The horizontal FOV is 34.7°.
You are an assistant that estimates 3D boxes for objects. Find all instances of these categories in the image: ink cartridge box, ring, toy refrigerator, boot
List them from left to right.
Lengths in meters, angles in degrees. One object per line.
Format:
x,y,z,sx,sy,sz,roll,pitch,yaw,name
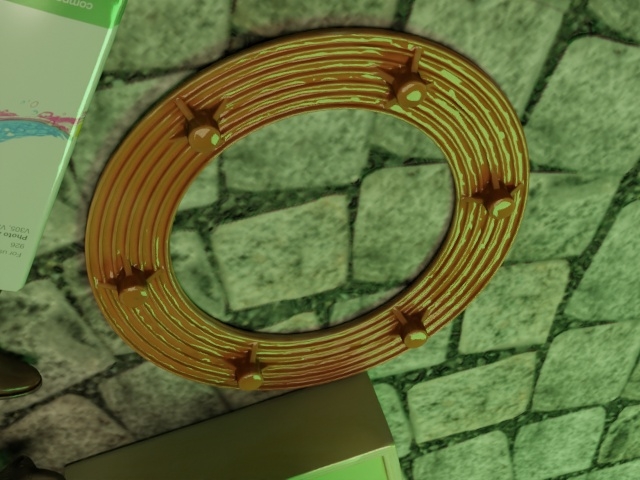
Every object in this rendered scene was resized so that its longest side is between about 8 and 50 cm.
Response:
-0.168,-0.103,0.514,0.093,0.154,0.212,9,126,-26,ink cartridge box
-0.232,0.057,0.716,0.106,0.037,0.114,12,120,-30,boot
-0.068,0.213,0.868,0.270,0.094,0.102,-17,133,-4,toy refrigerator
0.000,0.000,0.749,0.337,0.032,0.336,-9,132,-11,ring

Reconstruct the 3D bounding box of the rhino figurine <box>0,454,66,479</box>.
-0.306,0.236,0.794,0.243,0.106,0.073,-23,134,1,rhino figurine
